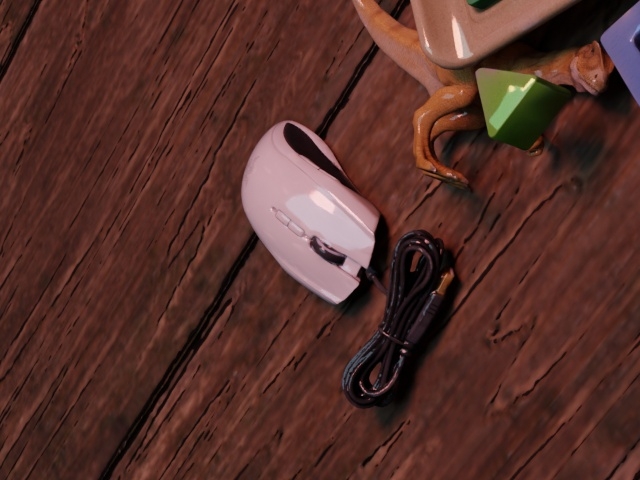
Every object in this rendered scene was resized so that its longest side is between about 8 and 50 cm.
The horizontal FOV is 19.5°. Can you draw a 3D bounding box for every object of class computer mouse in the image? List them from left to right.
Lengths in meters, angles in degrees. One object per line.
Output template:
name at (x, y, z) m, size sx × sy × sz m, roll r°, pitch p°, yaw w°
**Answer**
computer mouse at (0.000, 0.000, 1.083) m, size 0.193 × 0.042 × 0.106 m, roll 48°, pitch 124°, yaw 39°

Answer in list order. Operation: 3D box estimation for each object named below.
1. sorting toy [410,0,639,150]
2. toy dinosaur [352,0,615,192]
sorting toy at (0.107, -0.206, 0.930) m, size 0.196 × 0.047 × 0.348 m, roll -27°, pitch 62°, yaw 34°
toy dinosaur at (0.073, -0.089, 1.002) m, size 0.211 × 0.064 × 0.112 m, roll 20°, pitch 90°, yaw 38°
